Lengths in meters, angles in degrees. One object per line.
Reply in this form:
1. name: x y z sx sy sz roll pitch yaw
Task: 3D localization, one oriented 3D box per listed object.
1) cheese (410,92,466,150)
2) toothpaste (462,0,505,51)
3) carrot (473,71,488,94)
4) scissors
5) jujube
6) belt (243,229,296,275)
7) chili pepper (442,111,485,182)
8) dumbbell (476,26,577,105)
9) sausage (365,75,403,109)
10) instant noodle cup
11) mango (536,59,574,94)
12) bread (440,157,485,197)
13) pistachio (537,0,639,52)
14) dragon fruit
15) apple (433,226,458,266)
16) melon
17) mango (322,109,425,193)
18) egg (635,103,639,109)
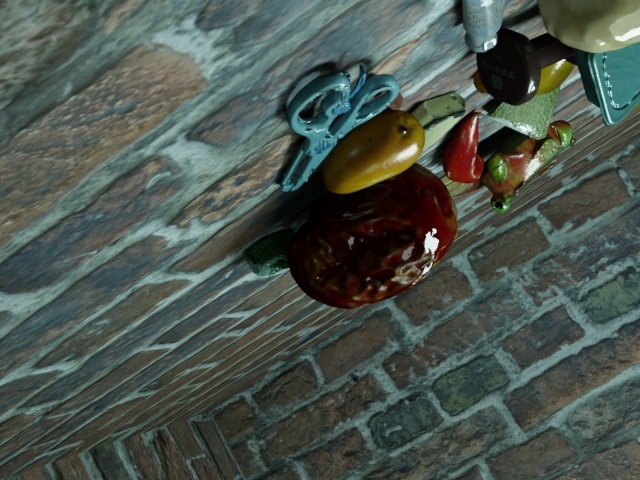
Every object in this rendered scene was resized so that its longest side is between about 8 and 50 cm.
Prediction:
1. cheese: 0.192 -0.201 1.554 0.127 0.054 0.251 -23 165 -32
2. toothpaste: 0.237 -0.355 1.103 0.089 0.057 0.234 -32 160 -3
3. carrot: 0.358 -0.319 1.490 0.139 0.048 0.048 -22 164 -35
4. scissors: -0.002 -0.166 1.263 0.180 0.032 0.393 -11 162 -24
5. jujube: 0.104 -0.013 1.570 0.377 0.276 0.276 -25 172 37
6. belt: -0.099 0.039 1.744 0.121 0.079 0.151 -37 165 27
7. chili pepper: 0.353 -0.200 1.840 0.137 0.092 0.368 -47 168 4
8. dumbbell: 0.392 -0.330 1.328 0.225 0.140 0.124 -25 127 -18
9. sausage: 0.105 -0.242 1.266 0.030 0.035 0.147 -66 160 7
10. instant noodle cup: 0.491 -0.300 1.272 0.157 0.070 0.179 -42 130 -8
11. mango: 0.467 -0.357 1.527 0.103 0.076 0.161 -17 158 -31
12. bread: 0.401 -0.167 2.089 0.192 0.067 0.119 -20 163 -38
13. pistachio: 0.462 -0.398 1.112 0.318 0.193 0.214 -31 170 -8
14. dragon fruit: 0.525 -0.206 1.996 0.295 0.130 0.268 -49 170 23
15. apple: 0.241 -0.025 2.041 0.237 0.207 0.237 -46 164 -17
16. melon: 0.465 -0.289 1.712 0.203 0.139 0.093 -32 -171 -5
17. mango: 0.089 -0.151 1.387 0.219 0.112 0.145 -35 175 31
18. egg: 0.697 -0.392 1.513 0.250 0.250 0.322 -27 162 -15
